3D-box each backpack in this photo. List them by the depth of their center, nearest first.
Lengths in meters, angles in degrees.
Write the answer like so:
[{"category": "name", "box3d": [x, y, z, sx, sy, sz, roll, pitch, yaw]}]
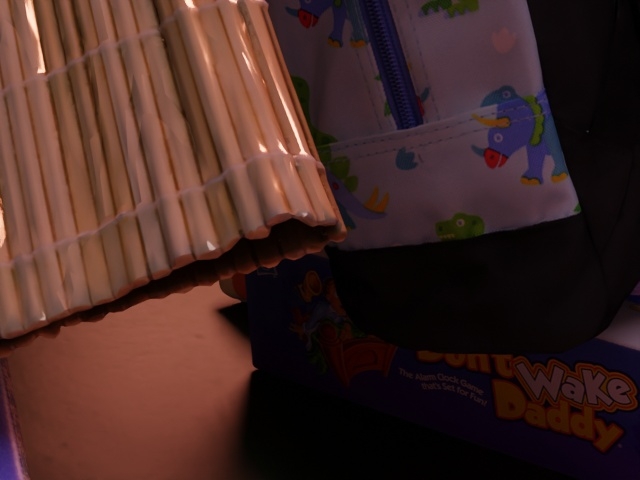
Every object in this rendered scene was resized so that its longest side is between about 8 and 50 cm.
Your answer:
[{"category": "backpack", "box3d": [0.032, -0.173, 0.731, 0.273, 0.356, 0.290, 3, 30, 25]}]

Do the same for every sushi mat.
[{"category": "sushi mat", "box3d": [-0.101, -0.085, 0.525, 0.151, 0.019, 0.316, -23, 46, 4]}]

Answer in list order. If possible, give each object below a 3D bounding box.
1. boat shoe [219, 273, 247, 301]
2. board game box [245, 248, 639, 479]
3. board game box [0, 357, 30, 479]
[{"category": "boat shoe", "box3d": [0.000, 0.000, 0.924, 0.043, 0.049, 0.137, -15, 9, 36]}, {"category": "board game box", "box3d": [0.172, 0.019, 0.815, 0.347, 0.078, 0.233, 16, 35, 31]}, {"category": "board game box", "box3d": [-0.205, 0.142, 0.404, 0.291, 0.141, 0.232, -5, 32, -15]}]
